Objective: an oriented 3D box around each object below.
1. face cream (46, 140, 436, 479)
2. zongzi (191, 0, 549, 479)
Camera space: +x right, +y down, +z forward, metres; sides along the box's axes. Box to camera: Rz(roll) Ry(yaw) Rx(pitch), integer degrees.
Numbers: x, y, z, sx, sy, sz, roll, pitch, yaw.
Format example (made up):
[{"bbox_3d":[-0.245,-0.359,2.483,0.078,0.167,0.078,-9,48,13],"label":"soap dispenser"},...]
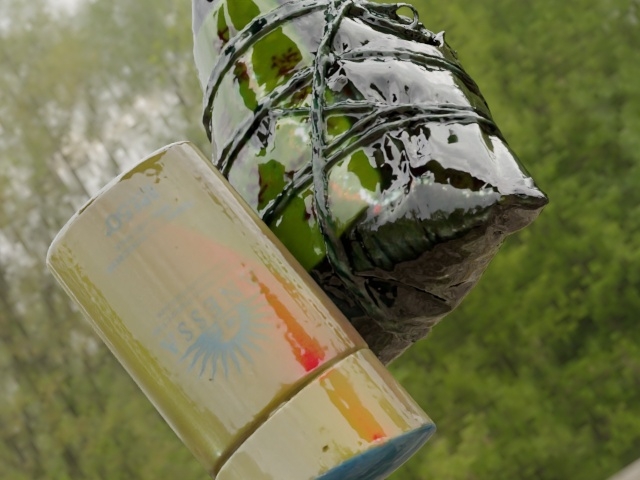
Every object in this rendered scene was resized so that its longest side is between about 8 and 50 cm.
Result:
[{"bbox_3d":[-0.060,0.069,1.126,0.139,0.285,0.067,-41,-23,-2],"label":"face cream"},{"bbox_3d":[0.000,0.000,1.275,0.362,0.319,0.383,-51,33,20],"label":"zongzi"}]
